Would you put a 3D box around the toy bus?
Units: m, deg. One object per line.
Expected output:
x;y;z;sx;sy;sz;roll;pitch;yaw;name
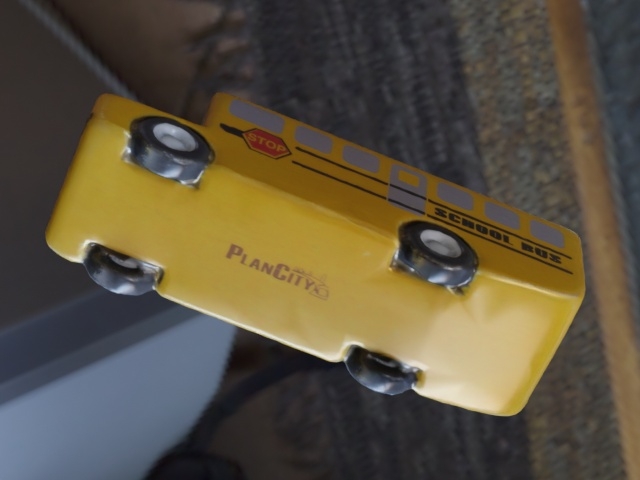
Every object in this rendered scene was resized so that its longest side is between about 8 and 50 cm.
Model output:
0.000;0.000;1.176;0.333;0.130;0.108;21;119;-7;toy bus
